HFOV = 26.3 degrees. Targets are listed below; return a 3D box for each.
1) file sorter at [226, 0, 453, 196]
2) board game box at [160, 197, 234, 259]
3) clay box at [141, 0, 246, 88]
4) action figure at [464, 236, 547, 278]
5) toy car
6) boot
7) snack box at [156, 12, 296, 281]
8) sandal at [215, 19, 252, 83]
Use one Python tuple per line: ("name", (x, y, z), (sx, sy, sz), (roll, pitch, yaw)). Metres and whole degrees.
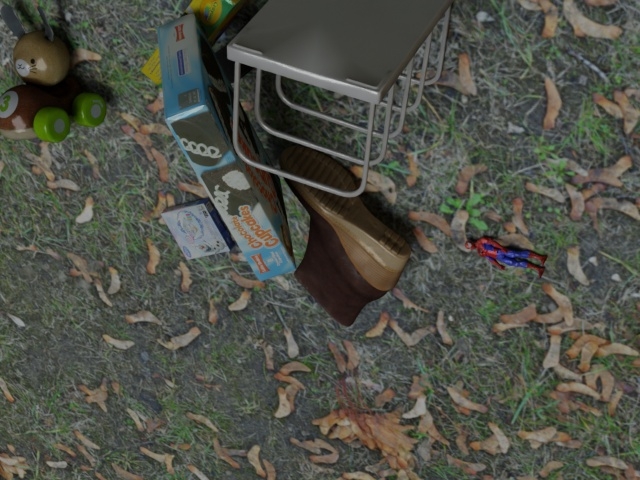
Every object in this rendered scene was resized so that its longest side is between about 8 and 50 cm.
("file sorter", (0.030, -0.215, 1.701), (0.193, 0.277, 0.173), (19, 134, 15))
("board game box", (-0.191, -0.017, 2.135), (0.090, 0.020, 0.090), (-12, 117, 34))
("clay box", (-0.143, -0.305, 1.824), (0.053, 0.127, 0.222), (42, 133, -6))
("action figure", (0.256, 0.021, 1.915), (0.115, 0.030, 0.038), (19, 135, 18))
("toy car", (-0.423, -0.252, 2.019), (0.155, 0.149, 0.188), (9, 116, 36))
("boot", (0.000, 0.000, 1.999), (0.248, 0.090, 0.207), (44, 138, 3))
("snack box", (-0.121, -0.116, 1.793), (0.060, 0.187, 0.322), (-19, 136, 8))
("sandal", (-0.090, -0.268, 1.889), (0.179, 0.040, 0.067), (-19, 108, 53))
